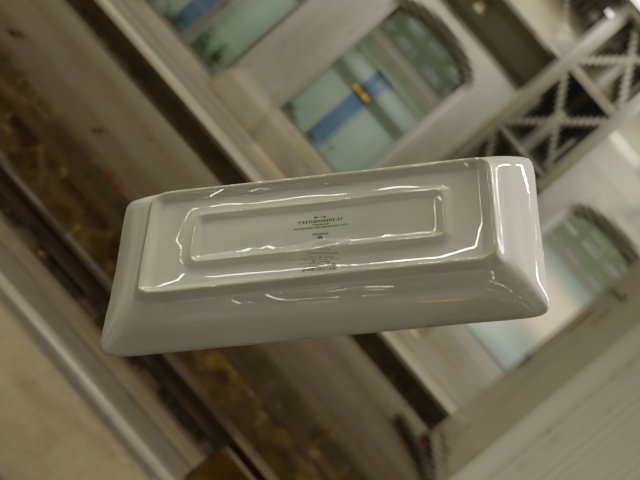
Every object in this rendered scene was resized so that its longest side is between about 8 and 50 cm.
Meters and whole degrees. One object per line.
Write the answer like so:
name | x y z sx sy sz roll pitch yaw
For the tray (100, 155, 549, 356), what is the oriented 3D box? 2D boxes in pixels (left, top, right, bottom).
tray | 0.000 0.000 0.886 0.145 0.270 0.030 -88 169 -47
